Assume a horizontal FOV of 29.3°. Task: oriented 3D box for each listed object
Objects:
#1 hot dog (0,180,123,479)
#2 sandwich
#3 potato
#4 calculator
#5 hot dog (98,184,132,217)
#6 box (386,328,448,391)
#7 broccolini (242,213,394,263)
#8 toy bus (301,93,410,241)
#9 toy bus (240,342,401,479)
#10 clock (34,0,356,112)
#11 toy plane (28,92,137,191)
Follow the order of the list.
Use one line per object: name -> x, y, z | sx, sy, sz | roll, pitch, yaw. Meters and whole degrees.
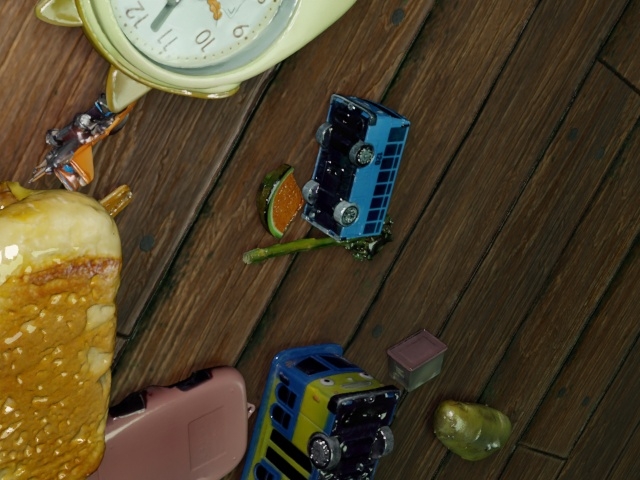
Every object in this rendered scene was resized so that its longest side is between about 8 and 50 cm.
hot dog -> -0.339, 0.093, 1.314 | 0.185, 0.223, 0.405 | -17, 135, -34
sandwich -> -0.056, -0.050, 1.638 | 0.069, 0.026, 0.101 | -42, 139, -22
potato -> 0.261, 0.328, 2.123 | 0.188, 0.085, 0.105 | 32, 89, -44
calculator -> -0.223, 0.291, 1.673 | 0.330, 0.048, 0.220 | -22, 127, -31
hot dog -> -0.259, -0.036, 1.460 | 0.083, 0.021, 0.037 | -43, 157, -19
box -> 0.155, 0.194, 1.960 | 0.085, 0.060, 0.063 | -29, 136, -29
broccolini -> -0.004, 0.003, 1.723 | 0.254, 0.071, 0.057 | -9, 162, -32
toy bus -> 0.049, -0.101, 1.656 | 0.106, 0.090, 0.184 | -5, 119, -41
toy bus -> -0.006, 0.313, 1.794 | 0.138, 0.175, 0.287 | -3, 116, -42
clock -> -0.135, -0.302, 1.309 | 0.348, 0.117, 0.286 | -40, 126, -8
toy plane -> -0.254, -0.128, 1.361 | 0.062, 0.135, 0.188 | 47, 46, -25
